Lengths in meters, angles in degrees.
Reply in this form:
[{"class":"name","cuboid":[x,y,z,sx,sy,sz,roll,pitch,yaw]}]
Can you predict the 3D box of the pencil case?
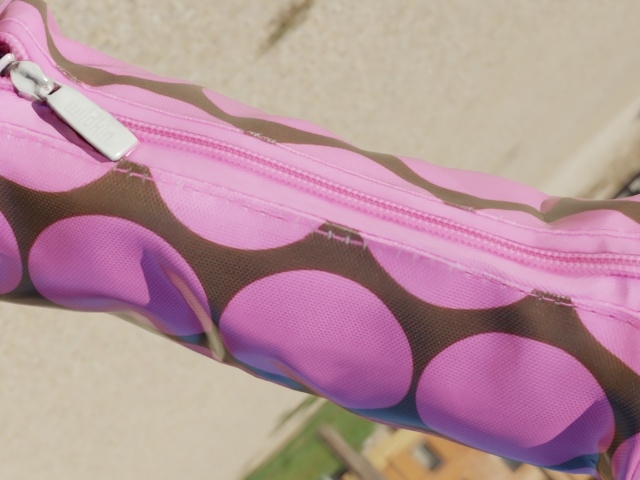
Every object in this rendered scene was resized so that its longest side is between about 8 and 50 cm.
[{"class":"pencil case","cuboid":[0.000,0.000,0.447,0.098,0.209,0.095,100,7,-57]}]
